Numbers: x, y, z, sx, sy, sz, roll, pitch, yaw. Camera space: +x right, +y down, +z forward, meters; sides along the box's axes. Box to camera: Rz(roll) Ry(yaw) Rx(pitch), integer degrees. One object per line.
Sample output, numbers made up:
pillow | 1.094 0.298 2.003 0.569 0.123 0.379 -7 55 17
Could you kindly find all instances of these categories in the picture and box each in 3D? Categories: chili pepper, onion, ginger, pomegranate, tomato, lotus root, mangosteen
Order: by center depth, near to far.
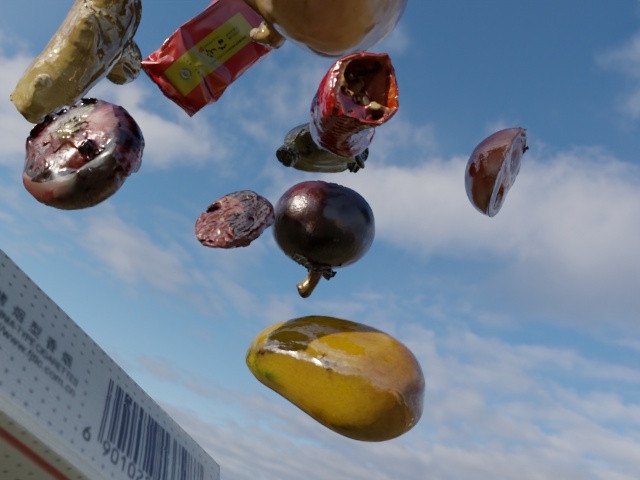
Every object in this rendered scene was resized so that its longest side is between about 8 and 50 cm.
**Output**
ginger | -0.317 -0.358 0.876 0.122 0.348 0.363 25 -58 -16
chili pepper | 0.040 -0.220 1.056 0.131 0.134 0.338 -9 -5 -8
pomegranate | -0.004 -0.555 1.174 0.411 0.411 0.411 20 -27 11
onion | -0.491 -0.164 1.245 0.272 0.272 0.195 13 -27 23
mangosteen | 0.000 0.000 1.273 0.235 0.261 0.235 9 -9 1
tomato | 0.408 -0.179 1.390 0.112 0.228 0.199 23 -27 25
lotus root | 0.001 -0.269 1.670 0.309 0.173 0.173 -7 -2 -40

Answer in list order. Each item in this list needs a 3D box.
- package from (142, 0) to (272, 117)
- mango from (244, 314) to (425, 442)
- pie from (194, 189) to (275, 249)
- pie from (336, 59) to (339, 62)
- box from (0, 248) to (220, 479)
package | -0.265 -0.491 1.480 0.196 0.423 0.123 49 -25 -18
mango | 0.027 0.223 0.990 0.317 0.211 0.173 17 -66 20
pie | -0.153 -0.035 1.031 0.153 0.153 0.038 8 -41 31
pie | 0.094 -0.422 1.471 0.191 0.033 0.088 41 -37 52
box | -0.230 0.117 0.327 0.210 0.095 0.330 -26 -56 7
